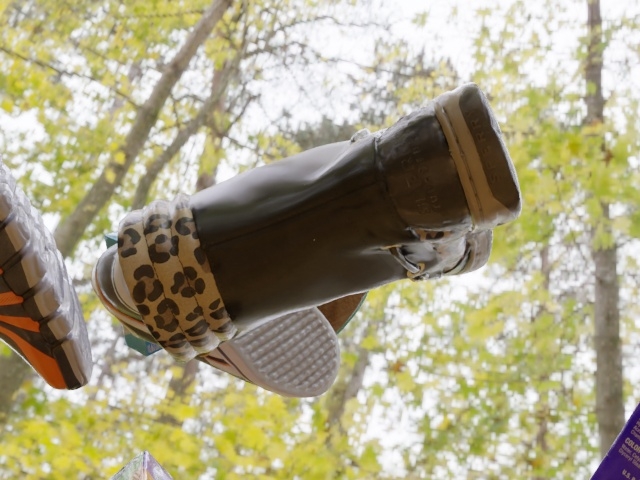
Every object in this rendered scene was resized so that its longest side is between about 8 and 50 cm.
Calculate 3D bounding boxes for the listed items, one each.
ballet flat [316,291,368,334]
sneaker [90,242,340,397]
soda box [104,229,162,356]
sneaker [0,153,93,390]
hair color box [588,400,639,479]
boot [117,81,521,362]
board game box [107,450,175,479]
[{"bbox_3d":[0.050,-0.014,1.441,0.116,0.342,0.124,19,-26,38],"label":"ballet flat"},{"bbox_3d":[-0.121,0.086,1.141,0.321,0.126,0.127,35,-23,-30],"label":"sneaker"},{"bbox_3d":[-0.304,0.084,1.640,0.071,0.067,0.210,17,-59,45],"label":"soda box"},{"bbox_3d":[-0.330,0.019,0.828,0.180,0.124,0.321,-26,-66,-5],"label":"sneaker"},{"bbox_3d":[0.358,0.134,0.771,0.185,0.110,0.339,18,-76,-39],"label":"hair color box"},{"bbox_3d":[0.000,0.000,0.811,0.284,0.138,0.377,-20,-5,-2],"label":"boot"},{"bbox_3d":[-0.186,0.485,0.898,0.356,0.356,0.356,51,-5,-9],"label":"board game box"}]
